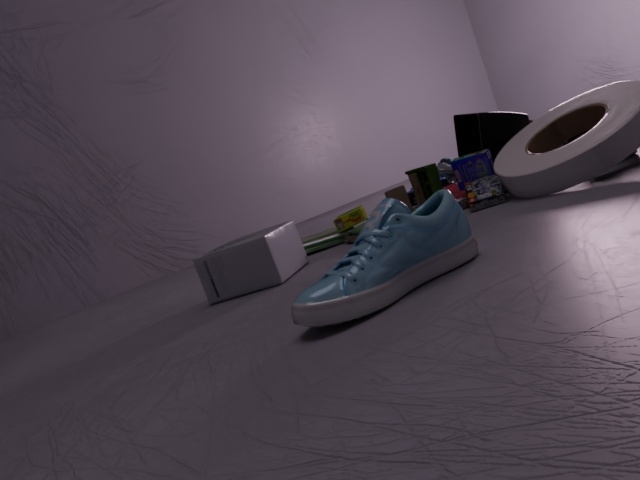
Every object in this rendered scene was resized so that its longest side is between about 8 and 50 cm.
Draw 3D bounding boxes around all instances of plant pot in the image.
[{"bbox_3d":[0.520,-0.297,1.619,0.167,0.187,0.187,-11,12,-5],"label":"plant pot"}]

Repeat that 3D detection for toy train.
[{"bbox_3d":[0.375,-0.161,1.886,0.184,0.080,0.105,-22,-3,4],"label":"toy train"}]

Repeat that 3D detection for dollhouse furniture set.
[{"bbox_3d":[0.190,-0.098,1.556,0.198,0.151,0.302,-23,7,-23],"label":"dollhouse furniture set"}]

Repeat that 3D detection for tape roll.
[{"bbox_3d":[0.622,-0.252,1.344,0.392,0.072,0.392,-35,15,11],"label":"tape roll"}]

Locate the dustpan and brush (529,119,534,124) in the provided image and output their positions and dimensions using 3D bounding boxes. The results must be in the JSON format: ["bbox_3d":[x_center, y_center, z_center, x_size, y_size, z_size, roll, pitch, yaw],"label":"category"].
[{"bbox_3d":[0.700,-0.385,1.987,0.148,0.060,0.211,2,-3,-31],"label":"dustpan and brush"}]

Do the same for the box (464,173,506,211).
[{"bbox_3d":[0.435,-0.128,1.437,0.094,0.027,0.137,-17,24,18],"label":"box"}]

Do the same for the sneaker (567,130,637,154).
[{"bbox_3d":[0.769,-0.294,1.518,0.148,0.131,0.350,-12,9,23],"label":"sneaker"}]

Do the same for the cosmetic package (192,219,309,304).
[{"bbox_3d":[-0.183,0.055,1.484,0.225,0.138,0.224,-16,7,19],"label":"cosmetic package"}]

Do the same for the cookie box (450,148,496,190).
[{"bbox_3d":[0.433,-0.199,1.528,0.107,0.091,0.040,-13,14,36],"label":"cookie box"}]

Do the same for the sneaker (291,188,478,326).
[{"bbox_3d":[0.093,0.016,0.883,0.366,0.150,0.135,-24,6,-31],"label":"sneaker"}]

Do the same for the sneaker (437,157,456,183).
[{"bbox_3d":[0.505,-0.273,2.215,0.283,0.122,0.110,-15,7,36],"label":"sneaker"}]

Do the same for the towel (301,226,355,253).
[{"bbox_3d":[0.000,0.000,1.854,0.248,0.038,0.325,-19,4,1],"label":"towel"}]

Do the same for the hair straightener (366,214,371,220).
[{"bbox_3d":[0.245,-0.094,1.896,0.089,0.047,0.230,-16,3,32],"label":"hair straightener"}]

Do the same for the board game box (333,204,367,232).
[{"bbox_3d":[0.099,-0.072,1.751,0.092,0.043,0.181,-25,4,9],"label":"board game box"}]

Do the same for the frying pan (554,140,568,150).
[{"bbox_3d":[0.830,-0.320,1.705,0.327,0.053,0.197,11,52,11],"label":"frying pan"}]

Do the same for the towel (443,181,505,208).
[{"bbox_3d":[0.492,-0.177,1.620,0.329,0.037,0.237,-24,14,-6],"label":"towel"}]
